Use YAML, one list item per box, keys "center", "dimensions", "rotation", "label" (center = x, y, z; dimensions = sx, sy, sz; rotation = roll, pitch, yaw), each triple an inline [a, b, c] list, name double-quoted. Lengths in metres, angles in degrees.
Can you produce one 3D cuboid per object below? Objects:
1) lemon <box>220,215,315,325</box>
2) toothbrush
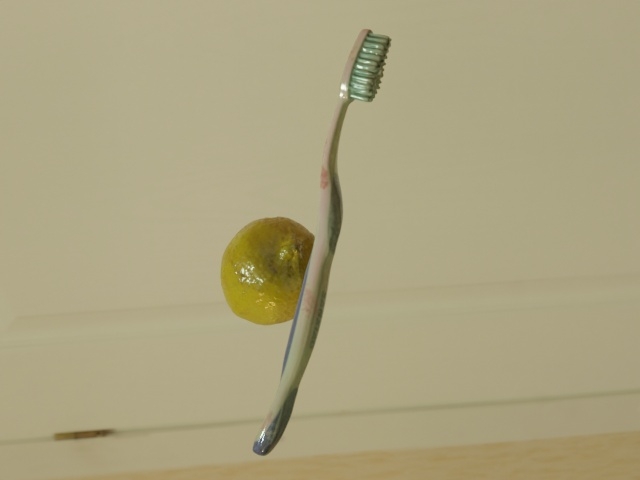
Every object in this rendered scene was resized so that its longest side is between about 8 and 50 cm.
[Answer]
- center: [-0.038, 0.023, 0.645]
  dimensions: [0.110, 0.082, 0.082]
  rotation: [121, 147, -64]
  label: "lemon"
- center: [0.000, 0.000, 0.506]
  dimensions: [0.021, 0.027, 0.269]
  rotation: [18, -94, -53]
  label: "toothbrush"
